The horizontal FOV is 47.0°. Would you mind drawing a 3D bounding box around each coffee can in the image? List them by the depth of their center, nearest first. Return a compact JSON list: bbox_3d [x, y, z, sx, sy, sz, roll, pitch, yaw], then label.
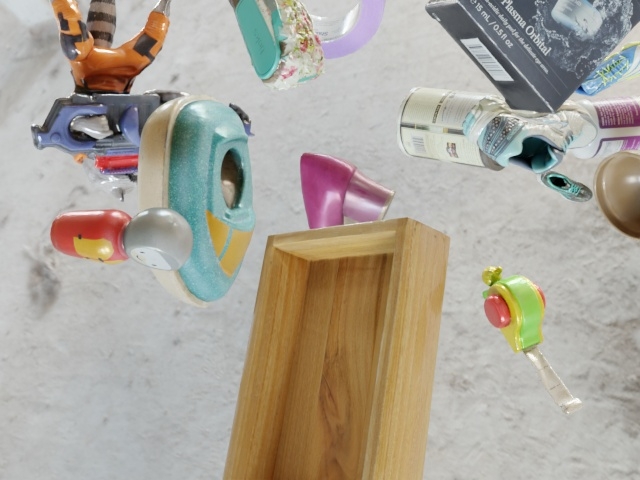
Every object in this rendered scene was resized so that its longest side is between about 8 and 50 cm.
[{"bbox_3d":[0.375,-0.309,2.007,0.275,0.201,0.201,15,70,37],"label":"coffee can"}]

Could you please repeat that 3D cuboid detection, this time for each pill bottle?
[{"bbox_3d":[0.801,-0.320,2.091,0.302,0.169,0.169,-5,52,-7],"label":"pill bottle"}]

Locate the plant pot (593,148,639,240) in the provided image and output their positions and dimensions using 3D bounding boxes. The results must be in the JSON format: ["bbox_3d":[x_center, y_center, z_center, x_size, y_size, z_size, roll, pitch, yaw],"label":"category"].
[{"bbox_3d":[0.809,-0.125,1.830,0.110,0.237,0.237,-24,43,-22],"label":"plant pot"}]

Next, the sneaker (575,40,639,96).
[{"bbox_3d":[0.731,-0.414,1.839,0.126,0.091,0.240,-48,16,-20],"label":"sneaker"}]

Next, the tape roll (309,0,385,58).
[{"bbox_3d":[-0.004,-0.502,1.473,0.275,0.274,0.090,-11,46,26],"label":"tape roll"}]

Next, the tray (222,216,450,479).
[{"bbox_3d":[0.003,0.191,0.703,0.203,0.076,0.410,-7,67,47],"label":"tray"}]

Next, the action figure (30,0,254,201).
[{"bbox_3d":[-0.270,-0.223,1.082,0.179,0.341,0.330,17,102,47],"label":"action figure"}]

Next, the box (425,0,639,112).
[{"bbox_3d":[0.223,-0.242,0.753,0.158,0.156,0.093,-47,19,1],"label":"box"}]

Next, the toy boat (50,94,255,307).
[{"bbox_3d":[-0.156,-0.030,0.857,0.148,0.318,0.267,4,105,19],"label":"toy boat"}]

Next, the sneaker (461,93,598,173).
[{"bbox_3d":[0.366,-0.159,1.222,0.122,0.283,0.110,62,141,33],"label":"sneaker"}]

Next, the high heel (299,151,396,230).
[{"bbox_3d":[0.000,0.000,1.419,0.181,0.377,0.127,28,36,5],"label":"high heel"}]

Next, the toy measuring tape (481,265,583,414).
[{"bbox_3d":[0.414,0.175,1.438,0.121,0.121,0.330,-34,59,9],"label":"toy measuring tape"}]

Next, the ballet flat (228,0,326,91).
[{"bbox_3d":[-0.056,-0.265,0.788,0.091,0.077,0.240,-31,70,49],"label":"ballet flat"}]

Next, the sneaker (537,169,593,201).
[{"bbox_3d":[0.695,-0.151,2.082,0.167,0.076,0.064,22,101,0],"label":"sneaker"}]
